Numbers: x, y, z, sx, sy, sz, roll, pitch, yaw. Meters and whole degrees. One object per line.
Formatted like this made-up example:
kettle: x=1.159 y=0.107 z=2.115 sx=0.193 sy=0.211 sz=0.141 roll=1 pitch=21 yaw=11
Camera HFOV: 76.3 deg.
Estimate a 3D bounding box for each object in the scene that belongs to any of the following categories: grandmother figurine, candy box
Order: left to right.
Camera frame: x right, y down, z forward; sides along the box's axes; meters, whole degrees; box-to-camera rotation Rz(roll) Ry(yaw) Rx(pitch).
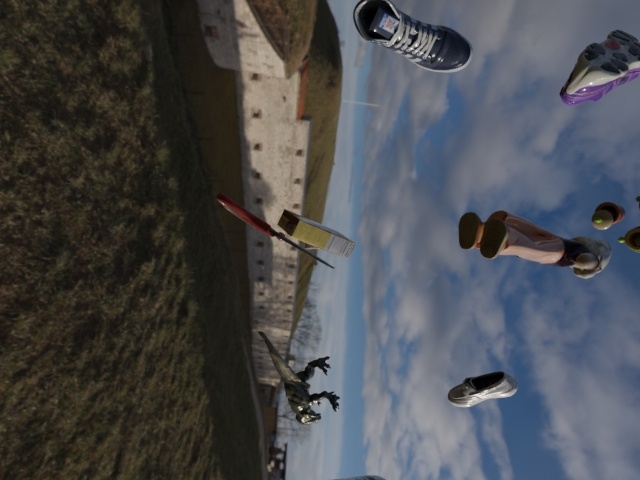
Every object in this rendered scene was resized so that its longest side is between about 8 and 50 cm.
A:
candy box: x=-0.011 y=-0.018 z=1.089 sx=0.053 sy=0.186 sz=0.109 roll=-63 pitch=-148 yaw=6
grandmother figurine: x=0.457 y=0.013 z=0.821 sx=0.208 sy=0.341 sz=0.104 roll=-130 pitch=-127 yaw=-59

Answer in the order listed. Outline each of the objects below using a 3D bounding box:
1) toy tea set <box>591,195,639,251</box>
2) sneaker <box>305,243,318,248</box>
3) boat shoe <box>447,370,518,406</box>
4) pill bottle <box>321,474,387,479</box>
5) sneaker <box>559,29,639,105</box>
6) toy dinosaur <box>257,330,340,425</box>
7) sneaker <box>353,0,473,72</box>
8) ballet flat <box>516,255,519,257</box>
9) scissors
toy tea set: x=0.978 y=-0.056 z=1.196 sx=0.336 sy=0.124 sz=0.200 roll=-15 pitch=-101 yaw=59
sneaker: x=0.000 y=0.000 z=1.700 sx=0.051 sy=0.134 sz=0.070 roll=163 pitch=-75 yaw=-75
boat shoe: x=0.390 y=0.366 z=1.016 sx=0.184 sy=0.063 sz=0.066 roll=-29 pitch=-157 yaw=43
pill bottle: x=0.025 y=0.276 z=0.382 sx=0.094 sy=0.169 sz=0.094 roll=-173 pitch=-90 yaw=-69
sneaker: x=0.362 y=-0.217 z=0.521 sx=0.068 sy=0.169 sz=0.071 roll=57 pitch=-27 yaw=20
toy dinosaur: x=-0.029 y=0.288 z=0.815 sx=0.064 sy=0.118 sz=0.269 roll=-63 pitch=137 yaw=-59
sneaker: x=0.201 y=-0.460 z=0.914 sx=0.153 sy=0.282 sz=0.099 roll=-37 pitch=154 yaw=-61
ballet flat: x=0.746 y=0.009 z=1.507 sx=0.041 sy=0.041 sz=0.115 roll=-95 pitch=178 yaw=-74
scissors: x=-0.087 y=-0.014 z=0.805 sx=0.021 sy=0.297 sz=0.109 roll=-57 pitch=163 yaw=-10
